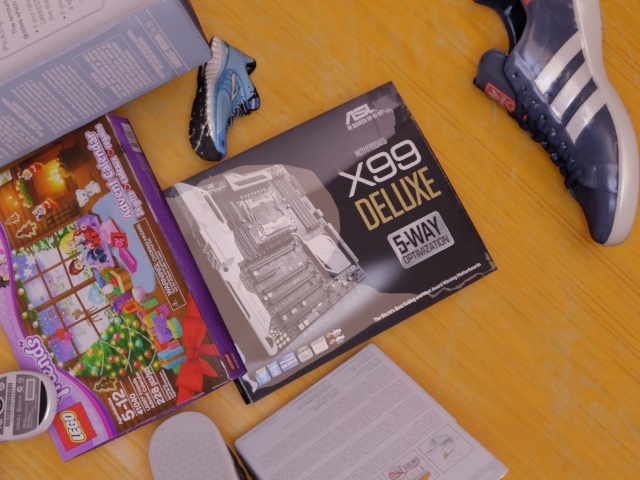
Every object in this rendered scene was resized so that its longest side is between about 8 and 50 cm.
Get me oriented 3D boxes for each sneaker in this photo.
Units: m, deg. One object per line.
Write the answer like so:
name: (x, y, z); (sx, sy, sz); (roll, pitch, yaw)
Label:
sneaker: (-0.099, -0.154, 1.071); (0.073, 0.063, 0.162); (16, 56, -17)
sneaker: (-0.076, 0.312, 0.917); (0.104, 0.147, 0.296); (-25, 49, 0)
sneaker: (0.258, -0.155, 1.123); (0.148, 0.131, 0.350); (-9, 75, -4)

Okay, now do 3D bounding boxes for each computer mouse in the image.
computer mouse: (-0.337, 0.170, 0.968); (0.192, 0.042, 0.106); (-5, 73, 17)

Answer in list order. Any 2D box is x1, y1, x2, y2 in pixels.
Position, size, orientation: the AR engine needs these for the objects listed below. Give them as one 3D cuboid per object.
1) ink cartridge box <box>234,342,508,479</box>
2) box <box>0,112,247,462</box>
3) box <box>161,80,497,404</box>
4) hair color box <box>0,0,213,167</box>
ink cartridge box: (0.046, 0.225, 0.969); (0.189, 0.066, 0.232); (-34, 44, -14)
box: (-0.227, 0.048, 0.990); (0.200, 0.057, 0.293); (-28, 84, 12)
box: (0.000, 0.000, 1.066); (0.307, 0.076, 0.243); (-26, 84, -13)
hair color box: (-0.314, -0.189, 0.952); (0.374, 0.114, 0.185); (-26, 64, 4)
